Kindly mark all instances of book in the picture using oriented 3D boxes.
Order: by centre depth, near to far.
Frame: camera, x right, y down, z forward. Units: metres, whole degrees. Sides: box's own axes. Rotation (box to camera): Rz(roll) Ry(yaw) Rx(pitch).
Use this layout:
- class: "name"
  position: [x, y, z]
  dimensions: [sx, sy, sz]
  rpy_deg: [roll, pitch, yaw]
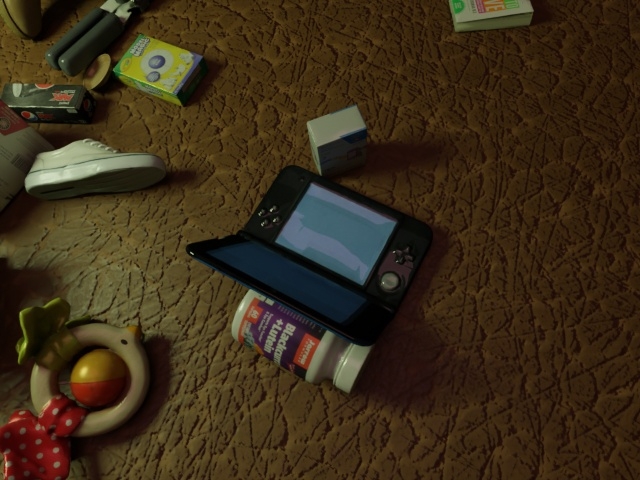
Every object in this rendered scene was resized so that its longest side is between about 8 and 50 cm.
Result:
- class: "book"
  position: [0.334, -0.463, 0.968]
  dimensions: [0.144, 0.035, 0.096]
  rpy_deg: [-5, 64, 5]

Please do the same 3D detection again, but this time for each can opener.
- class: "can opener"
  position: [-0.458, -0.467, 1.008]
  dimensions: [0.075, 0.095, 0.284]
  rpy_deg: [26, 66, 15]

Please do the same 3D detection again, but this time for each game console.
- class: "game console"
  position: [0.000, 0.000, 0.737]
  dimensions: [0.293, 0.173, 0.250]
  rpy_deg: [26, 73, 14]

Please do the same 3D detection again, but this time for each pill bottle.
- class: "pill bottle"
  position: [-0.023, 0.142, 0.717]
  dimensions: [0.193, 0.108, 0.108]
  rpy_deg: [26, 73, 15]

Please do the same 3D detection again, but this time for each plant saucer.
- class: "plant saucer"
  position: [-0.447, -0.337, 0.987]
  dimensions: [0.083, 0.015, 0.084]
  rpy_deg: [-13, 64, 29]

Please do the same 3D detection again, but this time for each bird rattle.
- class: "bird rattle"
  position: [-0.360, 0.214, 0.718]
  dimensions: [0.206, 0.143, 0.254]
  rpy_deg: [-4, 70, -14]

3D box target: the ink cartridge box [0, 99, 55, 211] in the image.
- class: "ink cartridge box"
  position: [-0.612, -0.135, 0.858]
  dimensions: [0.092, 0.159, 0.218]
  rpy_deg: [25, 72, 17]

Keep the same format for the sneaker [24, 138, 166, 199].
- class: "sneaker"
  position: [-0.404, -0.139, 0.874]
  dimensions: [0.257, 0.094, 0.091]
  rpy_deg: [-6, 72, 4]

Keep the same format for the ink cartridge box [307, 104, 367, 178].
- class: "ink cartridge box"
  position: [0.031, -0.162, 0.826]
  dimensions: [0.088, 0.122, 0.052]
  rpy_deg: [-21, 72, -2]

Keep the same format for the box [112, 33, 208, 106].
- class: "box"
  position: [-0.328, -0.346, 0.978]
  dimensions: [0.179, 0.043, 0.105]
  rpy_deg: [22, 72, 15]

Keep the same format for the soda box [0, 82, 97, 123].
- class: "soda box"
  position: [-0.536, -0.269, 0.961]
  dimensions: [0.168, 0.053, 0.060]
  rpy_deg: [3, 69, 6]

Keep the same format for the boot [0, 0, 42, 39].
- class: "boot"
  position: [-0.524, -0.540, 0.979]
  dimensions: [0.269, 0.236, 0.089]
  rpy_deg: [-2, 28, 9]
